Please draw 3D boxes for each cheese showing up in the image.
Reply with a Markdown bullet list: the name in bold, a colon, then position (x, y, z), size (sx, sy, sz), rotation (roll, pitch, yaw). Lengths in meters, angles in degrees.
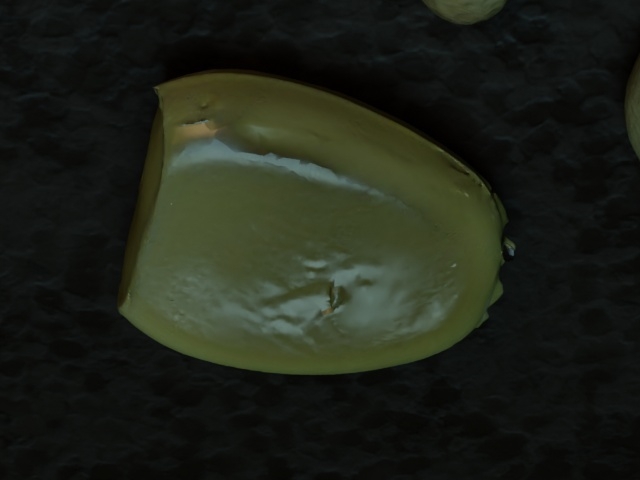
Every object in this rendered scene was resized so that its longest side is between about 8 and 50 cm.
- **cheese**: position (0.000, 0.000, 1.463), size (0.316, 0.128, 0.259), rotation (11, 129, -11)

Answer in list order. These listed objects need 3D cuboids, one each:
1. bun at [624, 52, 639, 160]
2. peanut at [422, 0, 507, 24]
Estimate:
- **bun**: position (0.341, -0.093, 1.372), size (0.222, 0.127, 0.222), rotation (3, 131, 3)
- **peanut**: position (0.137, -0.247, 1.271), size (0.104, 0.085, 0.228), rotation (17, 129, -25)
